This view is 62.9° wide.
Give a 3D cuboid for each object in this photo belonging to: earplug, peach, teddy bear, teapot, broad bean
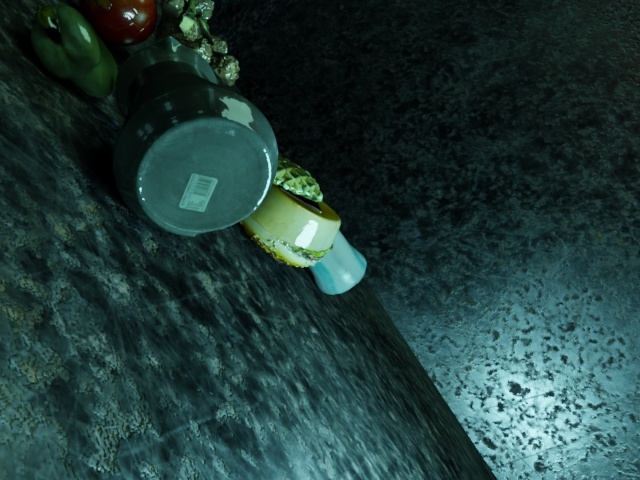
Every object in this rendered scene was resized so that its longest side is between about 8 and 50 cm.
[{"bbox_3d":[0.000,0.000,1.649,0.324,0.185,0.185,57,4,-36],"label":"earplug"},{"bbox_3d":[-0.494,-0.577,1.301,0.197,0.197,0.197,53,7,-9],"label":"peach"},{"bbox_3d":[-0.323,-0.568,1.400,0.296,0.223,0.246,27,3,32],"label":"teddy bear"},{"bbox_3d":[-0.233,-0.170,0.914,0.344,0.253,0.300,-121,-150,-46],"label":"teapot"},{"bbox_3d":[-0.438,-0.343,0.939,0.169,0.100,0.228,63,-4,8],"label":"broad bean"}]

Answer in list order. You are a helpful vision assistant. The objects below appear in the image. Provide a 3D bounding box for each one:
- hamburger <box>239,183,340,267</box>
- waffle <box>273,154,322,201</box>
[{"bbox_3d":[-0.088,-0.049,1.394,0.300,0.176,0.300,33,14,-9],"label":"hamburger"},{"bbox_3d":[-0.096,-0.177,1.327,0.214,0.054,0.208,23,16,-31],"label":"waffle"}]
